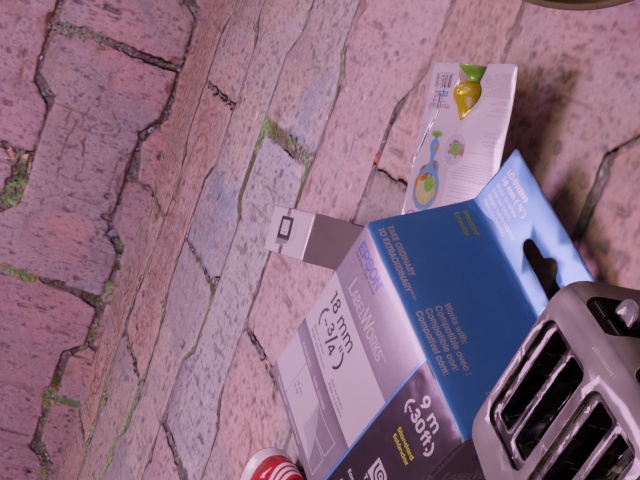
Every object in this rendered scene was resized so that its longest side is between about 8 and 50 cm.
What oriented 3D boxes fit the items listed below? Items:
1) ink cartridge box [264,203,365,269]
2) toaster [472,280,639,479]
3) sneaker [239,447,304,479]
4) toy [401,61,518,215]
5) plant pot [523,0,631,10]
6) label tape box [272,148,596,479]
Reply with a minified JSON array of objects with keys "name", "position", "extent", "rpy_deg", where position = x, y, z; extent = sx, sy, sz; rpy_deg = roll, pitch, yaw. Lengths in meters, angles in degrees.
[{"name":"ink cartridge box","position":[0.000,0.000,1.284],"extent":[0.180,0.104,0.060],"rpy_deg":[-165,90,-69]},{"name":"toaster","position":[0.199,0.140,0.703],"extent":[0.186,0.110,0.168],"rpy_deg":[-63,24,26]},{"name":"sneaker","position":[-0.077,0.369,1.242],"extent":[0.128,0.087,0.221],"rpy_deg":[-159,84,-69]},{"name":"toy","position":[0.144,-0.055,1.028],"extent":[0.137,0.056,0.237],"rpy_deg":[19,102,59]},{"name":"plant pot","position":[0.195,-0.335,0.907],"extent":[0.274,0.256,0.256],"rpy_deg":[-98,29,-76]},{"name":"label tape box","position":[0.094,0.109,0.929],"extent":[0.334,0.106,0.241],"rpy_deg":[-58,40,37]}]
